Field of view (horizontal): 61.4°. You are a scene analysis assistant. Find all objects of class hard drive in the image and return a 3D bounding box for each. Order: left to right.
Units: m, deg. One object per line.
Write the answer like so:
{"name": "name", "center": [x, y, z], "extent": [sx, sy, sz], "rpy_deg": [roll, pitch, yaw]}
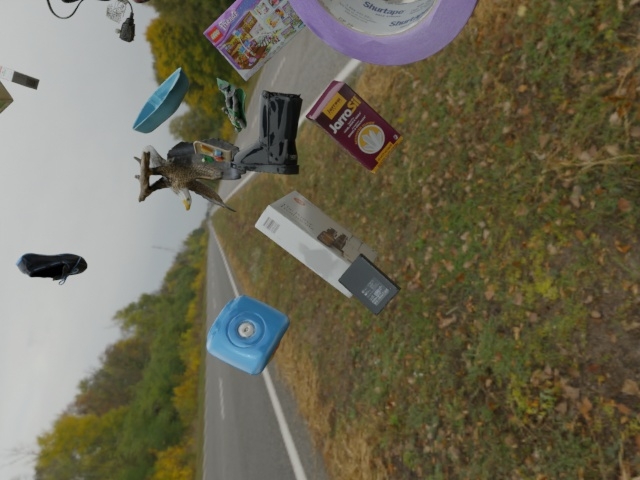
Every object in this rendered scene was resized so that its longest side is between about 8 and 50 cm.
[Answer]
{"name": "hard drive", "center": [0.122, 0.111, 1.362], "extent": [0.094, 0.135, 0.022], "rpy_deg": [-51, -12, 13]}

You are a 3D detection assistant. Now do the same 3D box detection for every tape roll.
{"name": "tape roll", "center": [0.077, -0.363, 0.676], "extent": [0.090, 0.275, 0.274], "rpy_deg": [-59, -2, -32]}

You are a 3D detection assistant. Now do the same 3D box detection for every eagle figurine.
{"name": "eagle figurine", "center": [-0.390, -0.183, 1.610], "extent": [0.226, 0.299, 0.225], "rpy_deg": [2, 99, 61]}

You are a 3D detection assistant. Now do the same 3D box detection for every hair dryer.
{"name": "hair dryer", "center": [-0.505, -0.614, 1.262], "extent": [0.293, 0.224, 0.080], "rpy_deg": [-53, 38, 33]}

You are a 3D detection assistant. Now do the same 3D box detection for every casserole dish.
{"name": "casserole dish", "center": [-0.327, -0.282, 1.114], "extent": [0.188, 0.037, 0.114], "rpy_deg": [-19, 46, 47]}

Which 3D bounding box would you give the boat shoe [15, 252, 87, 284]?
{"name": "boat shoe", "center": [-0.893, 0.104, 1.814], "extent": [0.109, 0.089, 0.258], "rpy_deg": [-52, -21, 19]}

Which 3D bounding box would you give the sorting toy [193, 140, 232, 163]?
{"name": "sorting toy", "center": [-0.180, -0.142, 0.906], "extent": [0.083, 0.062, 0.012], "rpy_deg": [136, 146, -77]}

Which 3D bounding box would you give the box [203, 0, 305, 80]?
{"name": "box", "center": [-0.204, -0.696, 1.755], "extent": [0.293, 0.201, 0.057], "rpy_deg": [-39, 20, 12]}

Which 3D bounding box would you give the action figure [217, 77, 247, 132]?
{"name": "action figure", "center": [-0.314, -0.474, 1.972], "extent": [0.063, 0.137, 0.232], "rpy_deg": [-45, -21, -18]}

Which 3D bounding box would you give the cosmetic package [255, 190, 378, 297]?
{"name": "cosmetic package", "center": [0.000, 0.000, 1.787], "extent": [0.097, 0.377, 0.284], "rpy_deg": [-54, -2, 18]}

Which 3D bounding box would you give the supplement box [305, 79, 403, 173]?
{"name": "supplement box", "center": [0.074, -0.249, 1.185], "extent": [0.104, 0.188, 0.081], "rpy_deg": [-51, 24, 4]}

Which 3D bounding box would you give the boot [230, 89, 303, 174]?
{"name": "boot", "center": [-0.141, -0.281, 1.405], "extent": [0.247, 0.094, 0.207], "rpy_deg": [12, 103, 44]}

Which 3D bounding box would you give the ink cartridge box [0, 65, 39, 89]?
{"name": "ink cartridge box", "center": [-0.741, -0.397, 1.307], "extent": [0.115, 0.063, 0.029], "rpy_deg": [23, 97, 33]}

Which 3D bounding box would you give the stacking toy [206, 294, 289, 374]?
{"name": "stacking toy", "center": [-0.180, 0.287, 1.422], "extent": [0.175, 0.166, 0.301], "rpy_deg": [-59, -14, -26]}

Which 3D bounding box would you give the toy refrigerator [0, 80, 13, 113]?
{"name": "toy refrigerator", "center": [-0.940, -0.370, 1.387], "extent": [0.102, 0.094, 0.269], "rpy_deg": [-34, 1, 15]}
